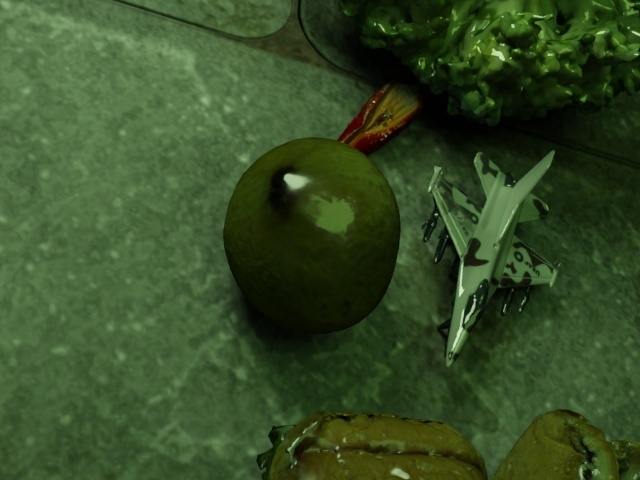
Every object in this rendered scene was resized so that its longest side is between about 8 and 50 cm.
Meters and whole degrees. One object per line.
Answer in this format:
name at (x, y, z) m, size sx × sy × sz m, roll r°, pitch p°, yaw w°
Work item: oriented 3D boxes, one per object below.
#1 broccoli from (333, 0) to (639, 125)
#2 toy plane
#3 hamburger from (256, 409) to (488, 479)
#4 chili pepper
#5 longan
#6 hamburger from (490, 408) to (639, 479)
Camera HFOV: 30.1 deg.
broccoli at (0.154, -0.268, 1.117) m, size 0.338 × 0.318 × 0.277 m, roll 18°, pitch 47°, yaw 22°
toy plane at (0.142, 0.018, 1.068) m, size 0.160 × 0.082 × 0.234 m, roll 37°, pitch 67°, yaw -17°
hamburger at (0.051, 0.211, 0.858) m, size 0.183 × 0.130 × 0.206 m, roll 8°, pitch 49°, yaw -16°
chili pepper at (0.045, -0.100, 1.107) m, size 0.045 × 0.027 × 0.178 m, roll 41°, pitch 52°, yaw 4°
longan at (0.000, 0.000, 0.964) m, size 0.155 × 0.145 × 0.176 m, roll -59°, pitch 140°, yaw -15°
hamburger at (0.212, 0.222, 0.922) m, size 0.131 × 0.159 × 0.185 m, roll 27°, pitch 19°, yaw -12°
